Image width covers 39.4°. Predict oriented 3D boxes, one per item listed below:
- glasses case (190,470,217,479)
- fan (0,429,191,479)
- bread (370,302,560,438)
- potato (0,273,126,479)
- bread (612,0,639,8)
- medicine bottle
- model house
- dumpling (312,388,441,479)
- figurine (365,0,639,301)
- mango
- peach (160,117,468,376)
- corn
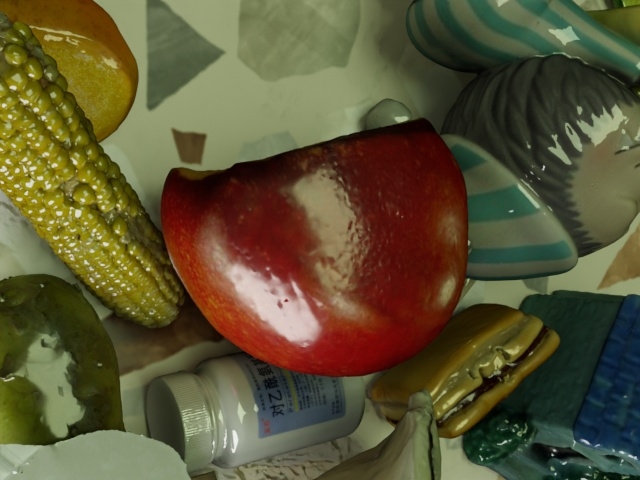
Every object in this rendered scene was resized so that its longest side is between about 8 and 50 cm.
[{"bbox_3d":[-0.179,0.261,0.788,0.193,0.070,0.102,-10,63,-29],"label":"glasses case"},{"bbox_3d":[-0.219,0.184,0.680,0.182,0.010,0.310,-44,115,-13],"label":"fan"},{"bbox_3d":[0.156,0.132,0.962,0.200,0.116,0.077,-33,101,-29],"label":"bread"},{"bbox_3d":[-0.218,0.134,0.739,0.117,0.090,0.225,-19,87,-27],"label":"potato"},{"bbox_3d":[0.470,-0.370,1.238,0.228,0.033,0.228,3,84,-30],"label":"bread"},{"bbox_3d":[-0.059,0.153,0.836,0.186,0.103,0.103,-7,91,-31],"label":"medicine bottle"},{"bbox_3d":[0.392,0.193,0.983,0.295,0.329,0.252,36,66,-23],"label":"model house"},{"bbox_3d":[0.029,0.285,0.790,0.233,0.395,0.315,16,34,6],"label":"dumpling"},{"bbox_3d":[0.173,-0.088,0.909,0.361,0.266,0.378,39,68,-18],"label":"figurine"},{"bbox_3d":[-0.261,-0.156,0.739,0.217,0.102,0.141,14,108,-26],"label":"mango"},{"bbox_3d":[0.000,0.000,0.768,0.274,0.248,0.245,-2,58,-51],"label":"peach"},{"bbox_3d":[-0.200,-0.043,0.718,0.097,0.097,0.320,-49,136,-24],"label":"corn"}]
